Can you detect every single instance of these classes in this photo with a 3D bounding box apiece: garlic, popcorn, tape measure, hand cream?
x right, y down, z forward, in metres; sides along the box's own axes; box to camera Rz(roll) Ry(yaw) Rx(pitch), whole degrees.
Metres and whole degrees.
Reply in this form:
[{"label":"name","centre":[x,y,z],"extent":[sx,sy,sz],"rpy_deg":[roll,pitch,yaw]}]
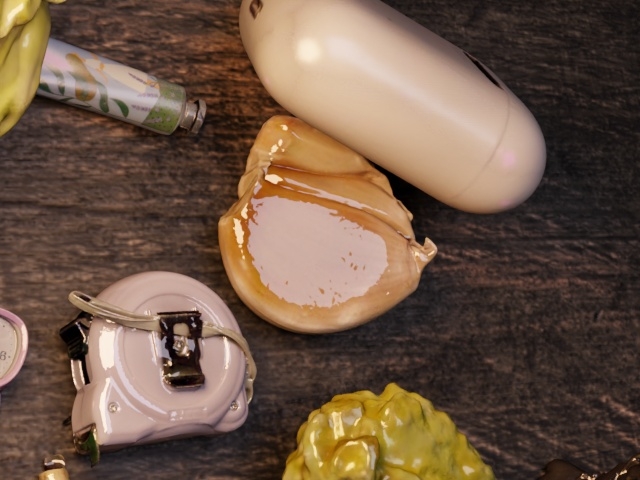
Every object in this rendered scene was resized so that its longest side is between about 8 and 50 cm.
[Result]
[{"label":"garlic","centre":[0.000,0.000,1.758],"extent":[0.228,0.110,0.217],"rpy_deg":[28,72,-6]},{"label":"popcorn","centre":[0.083,0.289,1.666],"extent":[0.225,0.173,0.286],"rpy_deg":[-12,80,-41]},{"label":"tape measure","centre":[-0.163,0.117,1.615],"extent":[0.196,0.105,0.178],"rpy_deg":[-11,79,-32]},{"label":"hand cream","centre":[-0.245,-0.164,1.703],"extent":[0.256,0.055,0.088],"rpy_deg":[17,61,-18]}]

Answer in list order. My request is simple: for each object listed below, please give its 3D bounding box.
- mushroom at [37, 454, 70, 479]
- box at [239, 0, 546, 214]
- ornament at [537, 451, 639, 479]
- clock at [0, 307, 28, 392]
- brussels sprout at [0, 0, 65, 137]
[{"label":"mushroom","centre":[-0.221,0.289,1.549],"extent":[0.060,0.061,0.187],"rpy_deg":[-9,72,-62]},{"label":"box","centre":[0.076,-0.169,1.773],"extent":[0.349,0.289,0.141],"rpy_deg":[29,103,-19]},{"label":"ornament","centre":[0.317,0.329,1.741],"extent":[0.106,0.260,0.251],"rpy_deg":[47,55,-16]},{"label":"clock","centre":[-0.355,0.108,1.534],"extent":[0.152,0.050,0.110],"rpy_deg":[16,66,-26]},{"label":"brussels sprout","centre":[-0.421,-0.236,1.428],"extent":[0.342,0.425,0.361],"rpy_deg":[49,33,-42]}]
